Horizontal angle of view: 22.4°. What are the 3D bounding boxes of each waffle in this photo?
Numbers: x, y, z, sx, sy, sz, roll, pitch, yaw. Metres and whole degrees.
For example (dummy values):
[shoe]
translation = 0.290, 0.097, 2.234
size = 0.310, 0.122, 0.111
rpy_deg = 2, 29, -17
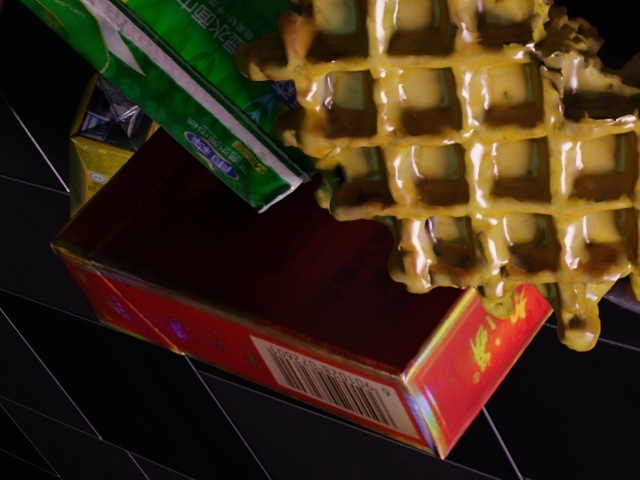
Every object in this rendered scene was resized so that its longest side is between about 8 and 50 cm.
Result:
[waffle]
translation = 0.096, -0.074, 0.817
size = 0.293, 0.069, 0.260
rpy_deg = 43, 121, -8

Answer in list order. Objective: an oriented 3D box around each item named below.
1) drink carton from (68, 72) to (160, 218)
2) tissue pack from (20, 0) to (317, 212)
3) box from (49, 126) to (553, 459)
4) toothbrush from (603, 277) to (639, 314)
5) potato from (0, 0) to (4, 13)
[drink carton]
translation = -0.168, -0.055, 1.334
size = 0.075, 0.084, 0.200
rpy_deg = 15, 153, -2
[tissue pack]
translation = -0.063, -0.137, 0.969
size = 0.209, 0.148, 0.156
rpy_deg = 42, 158, -8
[box]
translation = 0.001, 0.000, 1.050
size = 0.313, 0.197, 0.089
rpy_deg = 18, 148, 39
[toothbrush]
translation = 0.306, 0.075, 0.963
size = 0.321, 0.023, 0.031
rpy_deg = 19, 141, 36
[potato]
translation = -0.305, -0.252, 1.083
size = 0.229, 0.229, 0.266
rpy_deg = 38, 140, 4
